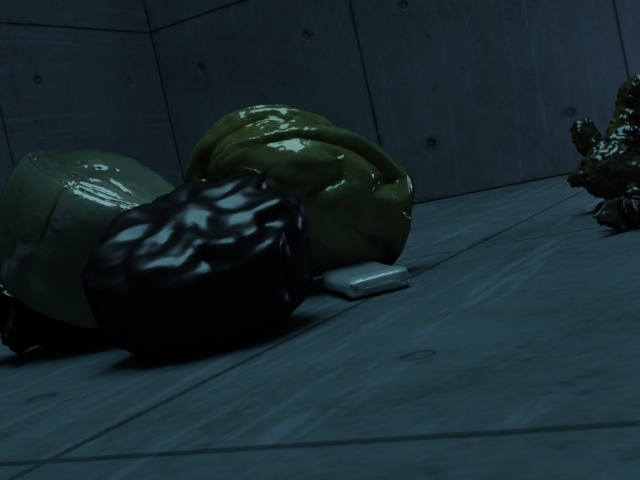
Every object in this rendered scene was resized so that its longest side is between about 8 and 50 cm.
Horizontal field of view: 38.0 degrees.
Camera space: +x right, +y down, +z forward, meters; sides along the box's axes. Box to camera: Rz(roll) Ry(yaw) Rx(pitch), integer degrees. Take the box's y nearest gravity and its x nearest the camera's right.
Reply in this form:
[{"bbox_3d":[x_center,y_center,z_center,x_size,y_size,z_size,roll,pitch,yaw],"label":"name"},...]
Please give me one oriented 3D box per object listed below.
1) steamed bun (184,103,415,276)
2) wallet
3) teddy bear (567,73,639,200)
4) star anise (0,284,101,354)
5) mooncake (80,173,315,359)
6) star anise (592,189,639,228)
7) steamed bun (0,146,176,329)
[{"bbox_3d":[-0.037,-0.083,1.516,0.372,0.325,0.230,-12,37,46],"label":"steamed bun"},{"bbox_3d":[0.061,0.055,1.328,0.095,0.033,0.190,-11,3,-10],"label":"wallet"},{"bbox_3d":[0.600,-0.198,1.776,0.246,0.296,0.222,22,-5,26],"label":"teddy bear"},{"bbox_3d":[-0.466,0.132,1.436,0.272,0.103,0.272,17,9,-3],"label":"star anise"},{"bbox_3d":[-0.149,0.022,1.133,0.283,0.141,0.283,-12,23,5],"label":"mooncake"},{"bbox_3d":[0.465,-0.049,1.359,0.129,0.056,0.124,-12,3,17],"label":"star anise"},{"bbox_3d":[-0.362,-0.013,1.390,0.236,0.247,0.383,2,19,-43],"label":"steamed bun"}]
